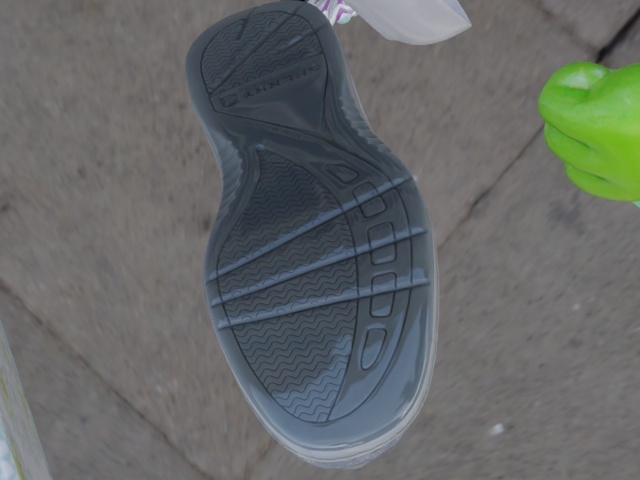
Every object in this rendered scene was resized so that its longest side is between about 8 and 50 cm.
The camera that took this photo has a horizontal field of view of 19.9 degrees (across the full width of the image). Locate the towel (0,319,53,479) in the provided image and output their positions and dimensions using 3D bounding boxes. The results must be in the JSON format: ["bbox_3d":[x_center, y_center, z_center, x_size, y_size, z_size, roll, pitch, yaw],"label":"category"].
[{"bbox_3d":[-0.276,0.156,1.427,0.090,0.320,0.374,-19,81,-5],"label":"towel"}]

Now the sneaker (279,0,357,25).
[{"bbox_3d":[0.002,-0.221,1.619,0.098,0.069,0.038,-38,56,-25],"label":"sneaker"}]

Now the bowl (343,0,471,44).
[{"bbox_3d":[0.029,-0.197,1.227,0.053,0.142,0.142,-36,57,14],"label":"bowl"}]

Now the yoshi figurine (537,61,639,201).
[{"bbox_3d":[0.168,-0.086,0.613,0.203,0.203,0.362,-22,122,11],"label":"yoshi figurine"}]

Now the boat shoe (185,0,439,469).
[{"bbox_3d":[-0.003,0.000,0.965,0.118,0.103,0.320,-20,44,1],"label":"boat shoe"}]

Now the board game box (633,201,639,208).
[{"bbox_3d":[0.383,-0.044,1.390,0.317,0.046,0.213,40,125,9],"label":"board game box"}]
